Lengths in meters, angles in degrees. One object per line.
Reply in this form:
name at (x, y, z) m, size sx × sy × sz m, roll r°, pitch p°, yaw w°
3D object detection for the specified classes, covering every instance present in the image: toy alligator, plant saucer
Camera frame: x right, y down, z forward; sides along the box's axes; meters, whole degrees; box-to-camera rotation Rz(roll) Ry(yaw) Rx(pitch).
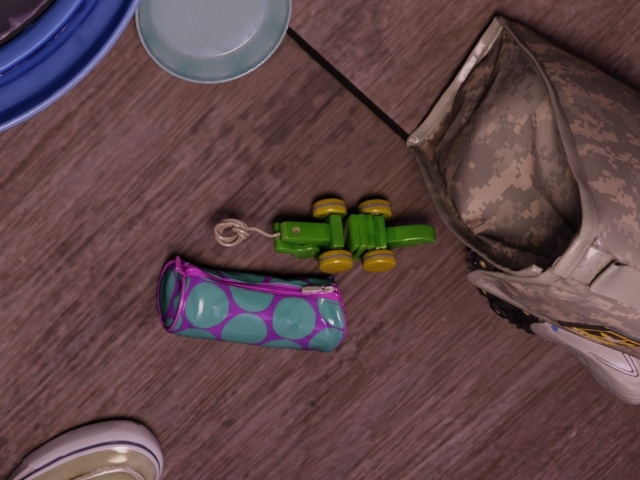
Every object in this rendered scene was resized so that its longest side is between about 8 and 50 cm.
toy alligator at (0.000, 0.000, 1.362) m, size 0.190 × 0.056 × 0.051 m, roll 0°, pitch 160°, yaw -16°
plant saucer at (-0.082, -0.177, 1.248) m, size 0.119 × 0.021 × 0.119 m, roll -7°, pitch 122°, yaw -12°

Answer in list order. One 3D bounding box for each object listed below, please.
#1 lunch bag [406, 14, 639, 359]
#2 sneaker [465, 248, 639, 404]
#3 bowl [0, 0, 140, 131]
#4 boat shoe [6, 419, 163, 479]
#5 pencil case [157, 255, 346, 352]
lunch bag at (0.224, -0.010, 1.271) m, size 0.235 × 0.287 × 0.169 m, roll 24°, pitch 114°, yaw -26°
sneaker at (0.220, 0.056, 1.448) m, size 0.237 × 0.085 × 0.086 m, roll 36°, pitch 78°, yaw -27°
bowl at (-0.299, -0.242, 1.085) m, size 0.391 × 0.077 × 0.391 m, roll -7°, pitch 121°, yaw -13°
boat shoe at (-0.255, 0.271, 1.415) m, size 0.302 × 0.094 × 0.109 m, roll -37°, pitch 123°, yaw 7°
pencil case at (-0.056, 0.053, 1.365) m, size 0.152 × 0.064 × 0.070 m, roll 7°, pitch 133°, yaw -20°
